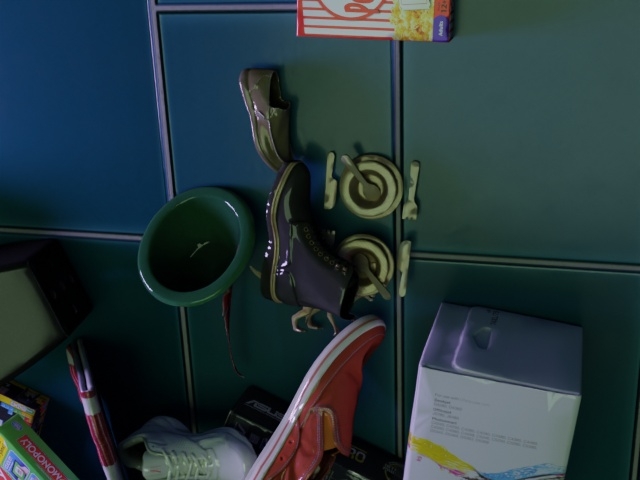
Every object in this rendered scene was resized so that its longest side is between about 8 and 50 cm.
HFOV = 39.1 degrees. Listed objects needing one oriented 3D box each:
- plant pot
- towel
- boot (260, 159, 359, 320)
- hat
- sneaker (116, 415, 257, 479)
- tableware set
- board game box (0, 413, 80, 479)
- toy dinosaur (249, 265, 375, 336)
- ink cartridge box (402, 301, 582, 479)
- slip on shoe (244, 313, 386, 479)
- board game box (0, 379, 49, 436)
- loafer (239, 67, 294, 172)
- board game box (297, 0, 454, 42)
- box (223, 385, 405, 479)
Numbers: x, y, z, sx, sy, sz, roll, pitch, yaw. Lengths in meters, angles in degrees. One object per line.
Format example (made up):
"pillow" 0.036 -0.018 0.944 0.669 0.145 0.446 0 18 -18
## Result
"plant pot" -0.456 0.099 1.347 0.167 0.187 0.188 -21 103 10
"towel" -0.325 0.334 1.373 0.037 0.237 0.328 -17 107 -16
"boot" 0.000 0.000 1.196 0.137 0.077 0.197 16 111 31
"hat" -0.154 0.050 1.319 0.173 0.183 0.208 27 78 27
"sneaker" -0.196 0.319 1.293 0.232 0.115 0.090 0 100 34
"tableware set" 0.061 -0.017 1.206 0.128 0.039 0.194 7 101 13
"board game box" -0.476 0.443 1.473 0.213 0.046 0.317 43 132 8
"toy dinosaur" -0.011 0.083 1.287 0.183 0.053 0.092 8 95 11
"ink cartridge box" 0.224 0.252 1.190 0.197 0.198 0.270 10 113 13
"slip on shoe" 0.007 0.254 1.240 0.101 0.123 0.331 27 80 20
"board game box" -0.553 0.293 1.512 0.170 0.048 0.141 23 113 7
"loafer" -0.064 -0.161 1.197 0.050 0.056 0.148 -13 106 27
"board game box" 0.068 -0.322 1.104 0.194 0.045 0.146 5 111 14
"box" -0.048 0.462 1.405 0.318 0.097 0.394 25 114 8
